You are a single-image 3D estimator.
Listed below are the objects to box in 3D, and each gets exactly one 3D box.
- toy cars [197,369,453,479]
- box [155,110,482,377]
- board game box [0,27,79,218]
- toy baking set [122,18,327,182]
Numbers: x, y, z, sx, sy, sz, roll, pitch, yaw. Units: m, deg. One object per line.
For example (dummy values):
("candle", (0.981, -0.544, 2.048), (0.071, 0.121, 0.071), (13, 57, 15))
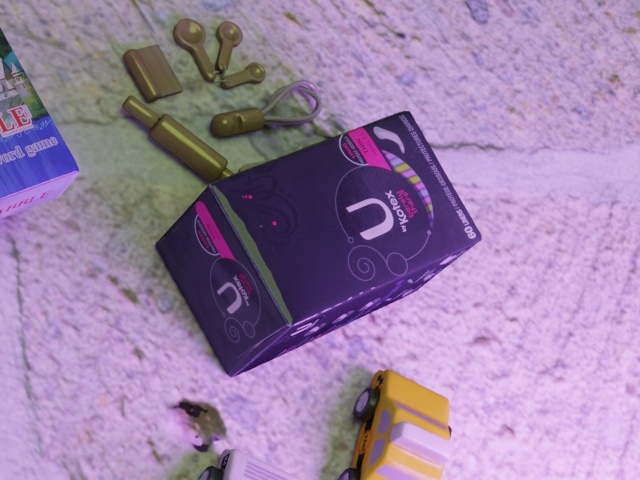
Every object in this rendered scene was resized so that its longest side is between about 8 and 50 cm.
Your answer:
("toy cars", (0.009, 0.245, 1.761), (0.394, 0.087, 0.176), (-24, 79, -37))
("box", (0.000, 0.000, 1.848), (0.270, 0.143, 0.165), (-24, 79, -37))
("board game box", (-0.426, -0.136, 1.634), (0.319, 0.066, 0.318), (-25, 80, -37))
("toy baking set", (-0.089, -0.138, 1.939), (0.256, 0.030, 0.196), (41, 52, -6))
